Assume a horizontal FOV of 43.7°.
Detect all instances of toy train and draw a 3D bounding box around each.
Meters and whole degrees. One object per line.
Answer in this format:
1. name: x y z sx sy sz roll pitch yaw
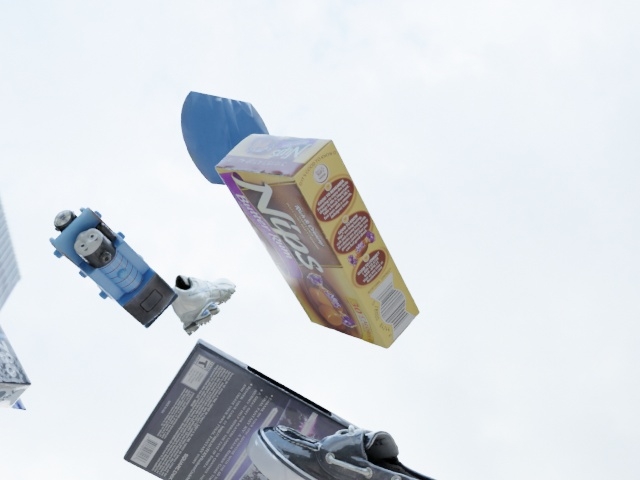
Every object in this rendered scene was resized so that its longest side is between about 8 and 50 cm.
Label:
1. toy train: -0.264 0.031 1.018 0.080 0.105 0.184 -48 -42 -14

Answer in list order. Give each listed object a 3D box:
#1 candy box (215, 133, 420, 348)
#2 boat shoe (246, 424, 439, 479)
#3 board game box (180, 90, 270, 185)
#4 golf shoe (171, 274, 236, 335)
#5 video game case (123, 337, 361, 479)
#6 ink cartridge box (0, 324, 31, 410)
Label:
1. candy box: 0.000 0.000 0.677 0.053 0.109 0.187 -46 -56 -24
2. boat shoe: 0.044 0.253 0.876 0.108 0.301 0.102 22 -92 -48
3. board game box: -0.135 -0.132 1.108 0.033 0.168 0.133 -22 -105 39
4. golf shoe: -0.192 0.080 1.283 0.069 0.176 0.086 -38 -84 15
5. video game case: -0.092 0.274 1.055 0.274 0.026 0.196 31 -77 -12
6. ink cartridge box: -0.473 0.126 1.001 0.065 0.333 0.165 -36 -107 2
